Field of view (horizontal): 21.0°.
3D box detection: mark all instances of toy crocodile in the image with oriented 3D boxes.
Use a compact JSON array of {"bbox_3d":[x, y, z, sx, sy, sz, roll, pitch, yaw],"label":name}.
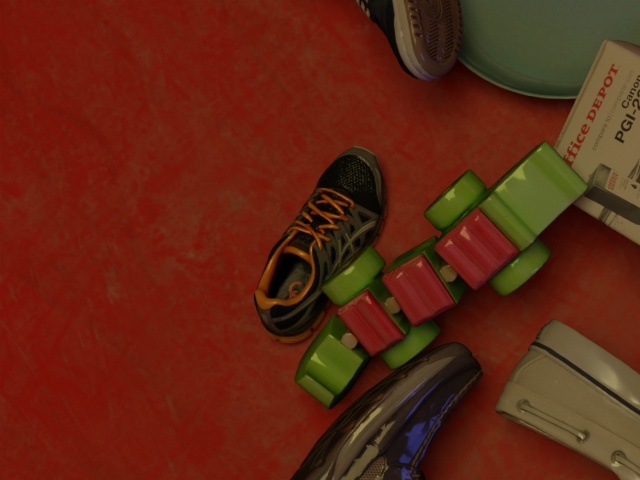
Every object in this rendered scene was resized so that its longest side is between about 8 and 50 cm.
[{"bbox_3d":[0.107,0.034,1.642,0.340,0.105,0.115,-38,95,20],"label":"toy crocodile"}]

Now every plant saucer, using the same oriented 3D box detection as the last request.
[{"bbox_3d":[0.260,-0.287,1.765,0.317,0.044,0.318,-5,72,15],"label":"plant saucer"}]

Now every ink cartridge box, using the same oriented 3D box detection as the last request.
[{"bbox_3d":[0.331,-0.072,1.601,0.218,0.092,0.158,37,109,41],"label":"ink cartridge box"}]

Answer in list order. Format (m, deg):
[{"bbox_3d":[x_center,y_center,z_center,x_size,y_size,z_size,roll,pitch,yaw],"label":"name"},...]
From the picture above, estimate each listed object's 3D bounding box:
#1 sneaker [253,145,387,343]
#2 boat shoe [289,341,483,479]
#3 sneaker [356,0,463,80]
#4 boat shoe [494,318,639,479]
[{"bbox_3d":[0.000,0.000,1.734,0.084,0.083,0.215,21,79,22],"label":"sneaker"},{"bbox_3d":[0.037,0.250,1.643,0.130,0.132,0.355,44,85,-3],"label":"boat shoe"},{"bbox_3d":[0.048,-0.264,1.760,0.153,0.099,0.282,-24,59,30],"label":"sneaker"},{"bbox_3d":[0.303,0.230,1.551,0.367,0.136,0.156,36,86,25],"label":"boat shoe"}]
